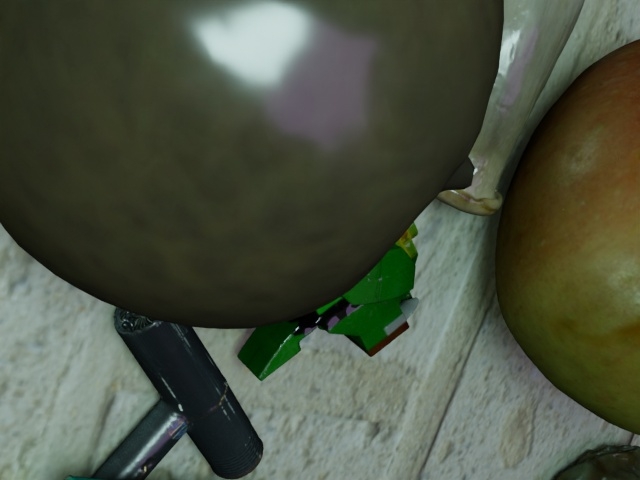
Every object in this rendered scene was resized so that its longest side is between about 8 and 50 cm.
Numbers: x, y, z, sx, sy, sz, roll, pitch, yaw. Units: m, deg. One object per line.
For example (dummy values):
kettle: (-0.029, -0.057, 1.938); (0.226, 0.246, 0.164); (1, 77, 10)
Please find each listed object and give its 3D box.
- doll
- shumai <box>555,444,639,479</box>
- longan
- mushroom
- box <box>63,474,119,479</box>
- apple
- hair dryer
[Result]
doll: (0.008, -0.001, 0.703); (0.134, 0.106, 0.186); (-9, 114, -26)
shumai: (0.379, 0.422, 1.112); (0.304, 0.263, 0.309); (-27, 124, -29)
longan: (-0.044, -0.092, 0.504); (0.297, 0.297, 0.297); (-18, 119, -36)
mushroom: (0.143, -0.144, 0.774); (0.096, 0.108, 0.247); (20, 92, -4)
box: (-0.107, 0.261, 0.686); (0.245, 0.092, 0.153); (21, 109, -49)
apple: (0.313, 0.002, 0.833); (0.338, 0.338, 0.305); (-21, 160, -35)
hair dryer: (-0.146, 0.150, 0.674); (0.195, 0.050, 0.173); (-39, 128, -20)
